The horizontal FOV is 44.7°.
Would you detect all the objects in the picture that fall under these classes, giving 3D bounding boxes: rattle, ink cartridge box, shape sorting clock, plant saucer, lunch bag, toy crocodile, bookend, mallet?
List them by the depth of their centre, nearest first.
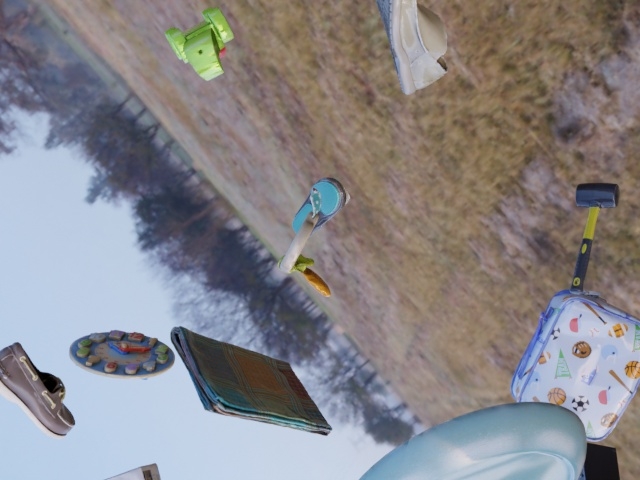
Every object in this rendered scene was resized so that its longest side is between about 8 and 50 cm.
[{"bbox_3d":[0.178,0.306,0.922,0.317,0.317,0.044,53,-170,-44],"label":"plant saucer"},{"bbox_3d":[0.390,-0.007,1.159,0.062,0.190,0.039,11,155,37],"label":"mallet"},{"bbox_3d":[0.513,0.498,1.509,0.156,0.072,0.157,108,172,-52],"label":"bookend"},{"bbox_3d":[-0.393,0.223,1.548,0.206,0.040,0.206,10,-169,-2],"label":"shape sorting clock"},{"bbox_3d":[-0.237,-0.396,1.564,0.105,0.115,0.340,62,177,-21],"label":"toy crocodile"},{"bbox_3d":[0.554,0.258,1.663,0.243,0.303,0.115,23,-170,3],"label":"lunch bag"},{"bbox_3d":[0.000,0.000,1.731,0.142,0.200,0.130,27,166,15],"label":"rattle"},{"bbox_3d":[-0.576,0.638,1.936,0.165,0.332,0.065,79,173,-78],"label":"ink cartridge box"}]

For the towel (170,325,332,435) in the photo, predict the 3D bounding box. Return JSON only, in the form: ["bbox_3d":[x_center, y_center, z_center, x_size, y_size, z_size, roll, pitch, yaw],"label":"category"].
[{"bbox_3d":[-0.157,0.324,1.792,0.370,0.040,0.271,24,-163,-41],"label":"towel"}]

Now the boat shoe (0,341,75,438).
[{"bbox_3d":[-0.655,0.352,1.813,0.116,0.096,0.324,45,166,44],"label":"boat shoe"}]

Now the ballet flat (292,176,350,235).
[{"bbox_3d":[0.012,-0.099,2.003,0.095,0.096,0.280,58,148,6],"label":"ballet flat"}]

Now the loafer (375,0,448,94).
[{"bbox_3d":[0.148,-0.332,1.222,0.268,0.092,0.102,57,-165,-67],"label":"loafer"}]
